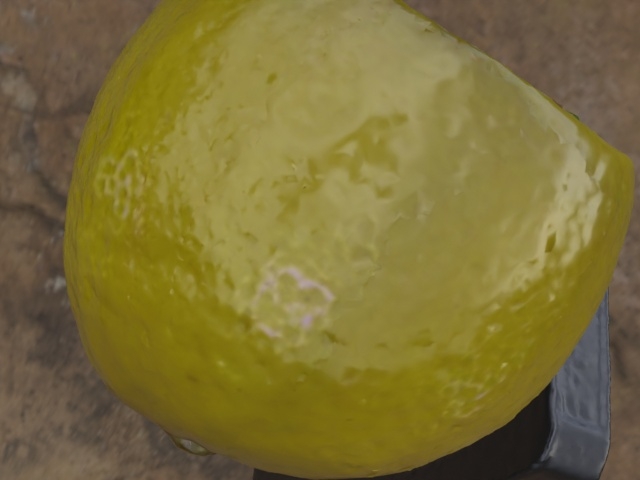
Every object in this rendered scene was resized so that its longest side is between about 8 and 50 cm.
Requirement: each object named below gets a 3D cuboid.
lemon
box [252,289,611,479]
[{"bbox_3d":[0.000,0.000,0.692,0.240,0.240,0.219,34,94,-2],"label":"lemon"},{"bbox_3d":[0.066,0.110,1.095,0.058,0.350,0.211,22,57,-26],"label":"box"}]
